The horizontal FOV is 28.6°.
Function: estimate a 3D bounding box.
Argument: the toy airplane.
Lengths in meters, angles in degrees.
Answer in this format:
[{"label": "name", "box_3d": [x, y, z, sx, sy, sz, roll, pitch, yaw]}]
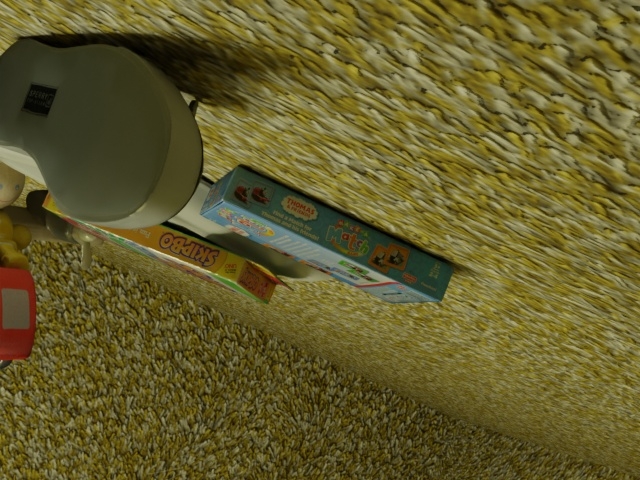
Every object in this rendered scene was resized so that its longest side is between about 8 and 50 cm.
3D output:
[{"label": "toy airplane", "box_3d": [-0.503, -0.036, 1.754, 0.384, 0.272, 0.386, 35, -153, -7]}]

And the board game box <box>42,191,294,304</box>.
[{"label": "board game box", "box_3d": [-0.160, 0.008, 1.344, 0.259, 0.039, 0.124, 18, 172, 17]}]

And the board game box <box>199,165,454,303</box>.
[{"label": "board game box", "box_3d": [0.000, 0.000, 1.148, 0.211, 0.039, 0.160, 24, 172, -10]}]

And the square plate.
[{"label": "square plate", "box_3d": [-0.196, -0.046, 1.374, 0.347, 0.049, 0.344, 16, 170, 43]}]

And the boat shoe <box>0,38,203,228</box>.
[{"label": "boat shoe", "box_3d": [-0.139, -0.066, 0.855, 0.105, 0.113, 0.306, 21, 178, -35]}]
